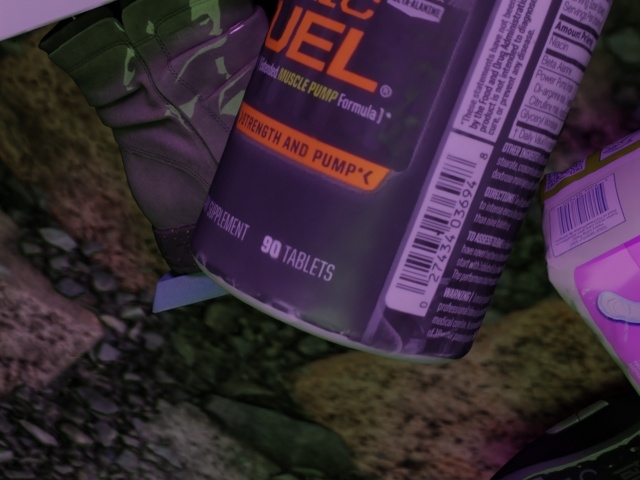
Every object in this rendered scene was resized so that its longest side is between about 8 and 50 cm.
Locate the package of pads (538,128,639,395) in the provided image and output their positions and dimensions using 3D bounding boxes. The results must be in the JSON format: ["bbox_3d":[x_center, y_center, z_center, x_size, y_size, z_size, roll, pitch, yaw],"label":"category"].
[{"bbox_3d":[0.275,0.043,0.620,0.229,0.101,0.296,-31,111,25],"label":"package of pads"}]

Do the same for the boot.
[{"bbox_3d":[-0.017,-0.079,0.656,0.247,0.083,0.161,-14,117,25],"label":"boot"}]

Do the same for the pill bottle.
[{"bbox_3d":[0.045,-0.084,0.548,0.130,0.130,0.245,21,99,0],"label":"pill bottle"}]

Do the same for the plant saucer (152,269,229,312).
[{"bbox_3d":[0.000,0.000,0.715,0.192,0.067,0.018,-14,105,22],"label":"plant saucer"}]

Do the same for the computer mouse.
[{"bbox_3d":[0.224,0.149,0.784,0.262,0.060,0.184,-38,106,25],"label":"computer mouse"}]

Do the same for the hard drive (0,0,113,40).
[{"bbox_3d":[-0.130,-0.257,0.499,0.233,0.047,0.353,-20,124,-3],"label":"hard drive"}]
